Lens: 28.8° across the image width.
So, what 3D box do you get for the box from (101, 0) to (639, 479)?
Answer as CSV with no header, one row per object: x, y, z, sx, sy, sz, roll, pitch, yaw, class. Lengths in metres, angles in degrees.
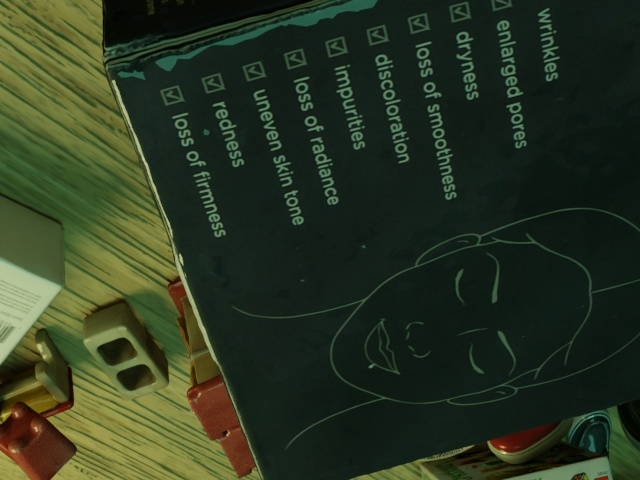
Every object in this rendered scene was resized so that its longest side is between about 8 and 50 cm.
0.109,-0.086,1.066,0.471,0.297,0.480,-14,128,2,box

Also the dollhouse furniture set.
-0.203,0.184,1.437,0.374,0.201,0.152,-23,130,5,dollhouse furniture set

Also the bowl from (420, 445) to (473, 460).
0.143,0.200,1.609,0.170,0.080,0.170,-6,129,-8,bowl

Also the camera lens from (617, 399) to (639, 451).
0.540,0.224,1.629,0.274,0.219,0.219,32,116,-32,camera lens

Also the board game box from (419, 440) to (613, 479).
0.244,0.308,1.611,0.192,0.305,0.053,-12,86,-4,board game box

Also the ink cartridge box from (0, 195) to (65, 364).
-0.432,0.067,1.343,0.198,0.115,0.273,28,118,-30,ink cartridge box

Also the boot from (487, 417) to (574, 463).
0.278,0.145,1.541,0.244,0.088,0.176,-44,133,-24,boot

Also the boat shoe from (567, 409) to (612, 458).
0.385,0.320,1.762,0.065,0.083,0.183,-6,130,-8,boat shoe
